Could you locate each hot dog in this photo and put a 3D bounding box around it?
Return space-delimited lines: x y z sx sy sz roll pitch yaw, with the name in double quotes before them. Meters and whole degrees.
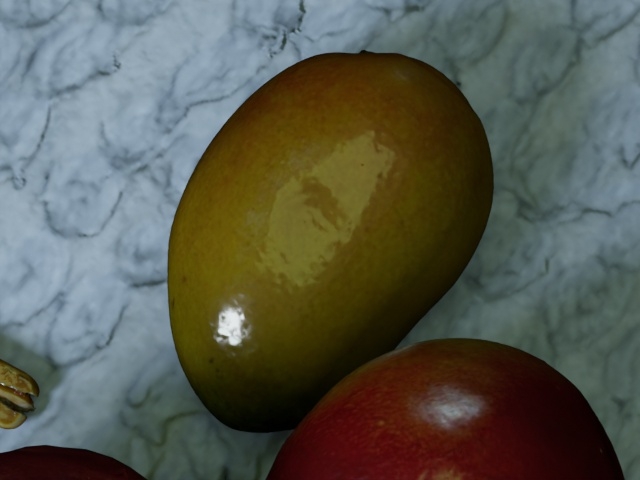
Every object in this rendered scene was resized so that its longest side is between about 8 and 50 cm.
"hot dog" -0.195 0.076 0.920 0.083 0.021 0.037 28 85 4

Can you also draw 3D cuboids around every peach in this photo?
"peach" 0.057 0.140 0.813 0.197 0.197 0.197 1 74 -2

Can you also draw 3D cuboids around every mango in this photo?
"mango" -0.003 -0.005 0.900 0.151 0.120 0.221 41 84 7

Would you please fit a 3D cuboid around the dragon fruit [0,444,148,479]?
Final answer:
"dragon fruit" -0.137 0.243 0.738 0.296 0.301 0.295 2 119 4
